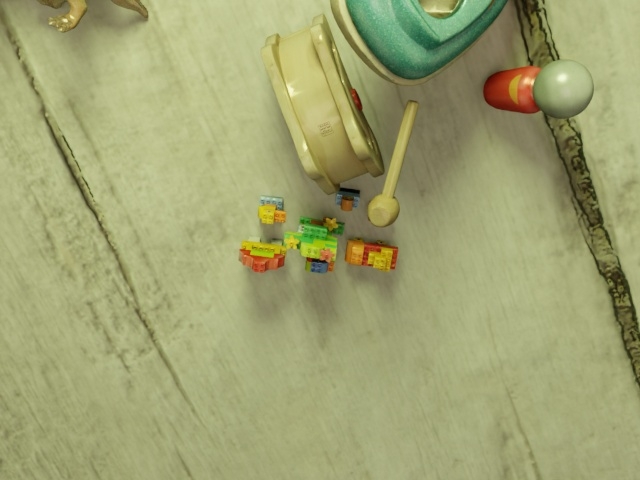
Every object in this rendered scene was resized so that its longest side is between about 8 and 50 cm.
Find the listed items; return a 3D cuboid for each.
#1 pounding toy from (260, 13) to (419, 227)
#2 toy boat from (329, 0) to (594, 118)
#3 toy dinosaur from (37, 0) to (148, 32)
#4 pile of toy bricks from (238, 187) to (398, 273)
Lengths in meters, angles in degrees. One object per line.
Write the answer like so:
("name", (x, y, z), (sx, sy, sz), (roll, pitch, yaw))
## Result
("pounding toy", (0.046, -0.151, 1.042), (0.155, 0.154, 0.269), (-20, 92, 12))
("toy boat", (0.176, -0.256, 0.950), (0.318, 0.148, 0.267), (43, 77, -28))
("toy dinosaur", (-0.311, -0.370, 0.972), (0.295, 0.127, 0.200), (29, 106, -16))
("pile of toy bricks", (0.000, 0.000, 1.123), (0.212, 0.105, 0.118), (7, 114, 0))
